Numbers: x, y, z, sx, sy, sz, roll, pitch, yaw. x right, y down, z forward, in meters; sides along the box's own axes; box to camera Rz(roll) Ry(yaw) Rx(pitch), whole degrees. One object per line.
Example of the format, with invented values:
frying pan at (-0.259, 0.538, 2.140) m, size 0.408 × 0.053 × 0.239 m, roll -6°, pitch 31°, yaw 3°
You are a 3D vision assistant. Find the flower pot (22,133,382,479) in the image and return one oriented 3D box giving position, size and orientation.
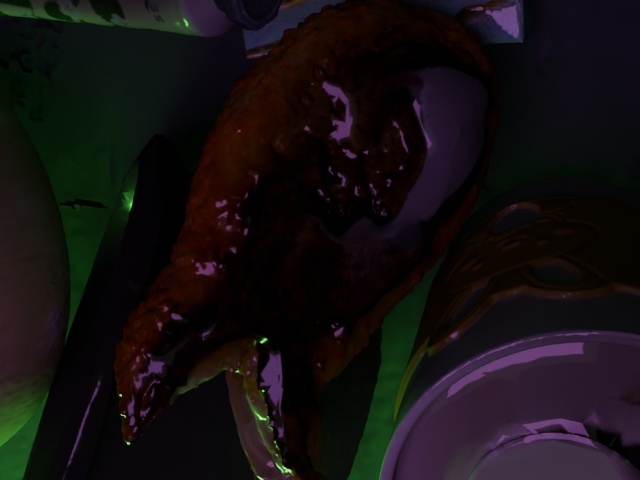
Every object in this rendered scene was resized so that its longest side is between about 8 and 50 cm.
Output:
flower pot at (-0.067, 0.090, 0.777) m, size 0.166 × 0.269 × 0.269 m, roll 21°, pitch 119°, yaw -12°

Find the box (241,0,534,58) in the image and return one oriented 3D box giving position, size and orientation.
box at (0.022, -0.213, 0.706) m, size 0.162 × 0.041 × 0.229 m, roll -1°, pitch 111°, yaw 21°

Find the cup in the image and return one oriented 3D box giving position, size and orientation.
cup at (0.152, 0.068, 0.668) m, size 0.241 × 0.226 × 0.185 m, roll -21°, pitch 112°, yaw 15°

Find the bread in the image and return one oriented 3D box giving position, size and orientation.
bread at (-0.005, -0.007, 0.663) m, size 0.139 × 0.095 × 0.269 m, roll 34°, pitch 79°, yaw -20°

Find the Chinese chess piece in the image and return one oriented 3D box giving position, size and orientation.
Chinese chess piece at (-0.273, 0.016, 0.825) m, size 0.270 × 0.112 × 0.270 m, roll 9°, pitch 104°, yaw 38°

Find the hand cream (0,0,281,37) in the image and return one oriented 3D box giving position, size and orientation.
hand cream at (-0.141, -0.159, 0.764) m, size 0.276 × 0.059 × 0.095 m, roll 14°, pitch 117°, yaw 33°
